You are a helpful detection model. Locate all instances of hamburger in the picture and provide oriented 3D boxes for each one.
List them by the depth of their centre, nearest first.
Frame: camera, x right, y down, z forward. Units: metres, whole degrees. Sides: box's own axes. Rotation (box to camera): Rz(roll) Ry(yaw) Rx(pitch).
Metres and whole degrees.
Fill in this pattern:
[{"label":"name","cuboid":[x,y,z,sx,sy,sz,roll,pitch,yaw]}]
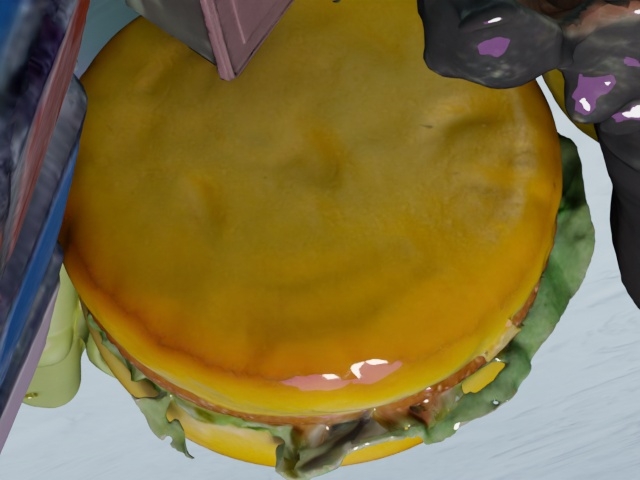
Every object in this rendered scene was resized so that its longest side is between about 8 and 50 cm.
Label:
[{"label":"hamburger","cuboid":[-0.002,0.000,0.804,0.246,0.246,0.170,-7,151,-2]}]

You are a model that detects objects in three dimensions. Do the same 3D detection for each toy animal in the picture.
[{"label":"toy animal","cuboid":[0.153,-0.064,0.642,0.168,0.106,0.343,-33,147,11]}]

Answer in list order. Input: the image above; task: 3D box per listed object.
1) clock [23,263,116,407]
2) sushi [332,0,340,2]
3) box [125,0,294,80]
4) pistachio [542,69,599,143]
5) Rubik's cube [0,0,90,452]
[{"label":"clock","cuboid":[-0.037,0.012,1.007,0.308,0.096,0.235,-6,156,-9]},{"label":"sushi","cuboid":[0.037,-0.174,0.552,0.131,0.139,0.291,-8,157,-22]},{"label":"box","cuboid":[-0.049,-0.119,0.722,0.063,0.060,0.085,33,164,16]},{"label":"pistachio","cuboid":[0.154,-0.092,0.796,0.110,0.100,0.189,-50,143,14]},{"label":"Rubik's cube","cuboid":[-0.288,0.050,0.576,0.363,0.362,0.359,18,149,-8]}]
